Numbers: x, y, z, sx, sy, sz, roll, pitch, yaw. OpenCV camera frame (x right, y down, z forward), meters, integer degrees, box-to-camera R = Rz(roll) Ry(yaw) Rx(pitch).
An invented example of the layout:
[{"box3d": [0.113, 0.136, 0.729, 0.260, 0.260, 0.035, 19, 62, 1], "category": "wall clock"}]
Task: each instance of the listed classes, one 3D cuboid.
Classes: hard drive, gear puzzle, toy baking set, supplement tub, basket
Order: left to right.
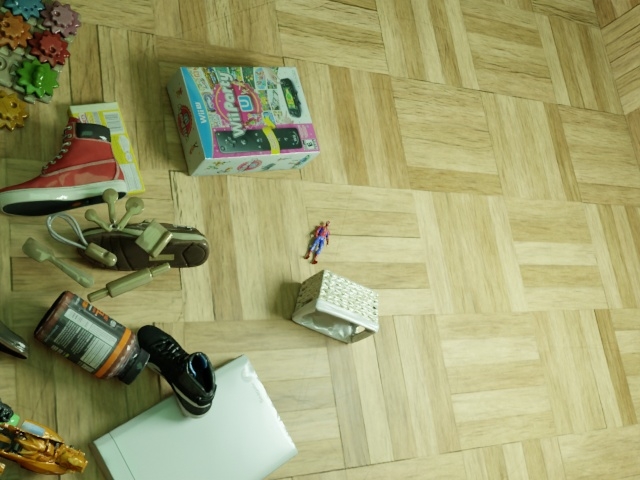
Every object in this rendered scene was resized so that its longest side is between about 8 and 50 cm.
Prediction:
[{"box3d": [-0.599, -0.371, 1.598, 0.175, 0.044, 0.339, 22, 61, -24], "category": "gear puzzle"}, {"box3d": [-0.415, 0.185, 1.464, 0.198, 0.106, 0.106, 37, 56, -17], "category": "supplement tub"}, {"box3d": [-0.409, 0.015, 1.496, 0.256, 0.030, 0.196, -28, 86, -22], "category": "toy baking set"}, {"box3d": [-0.233, 0.401, 1.533, 0.353, 0.047, 0.233, -27, 87, -37], "category": "hard drive"}, {"box3d": [0.038, 0.146, 1.768, 0.167, 0.113, 0.103, 24, 58, -24], "category": "basket"}]

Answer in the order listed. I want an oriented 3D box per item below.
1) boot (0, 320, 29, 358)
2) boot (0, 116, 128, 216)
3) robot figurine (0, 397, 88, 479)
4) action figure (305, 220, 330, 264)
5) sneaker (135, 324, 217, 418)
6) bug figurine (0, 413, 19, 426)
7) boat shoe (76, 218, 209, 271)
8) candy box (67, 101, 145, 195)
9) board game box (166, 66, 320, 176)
[{"box3d": [-0.582, 0.112, 1.398, 0.219, 0.082, 0.106, 38, 58, -13], "category": "boot"}, {"box3d": [-0.512, -0.147, 1.535, 0.244, 0.088, 0.176, -13, 79, -30], "category": "boot"}, {"box3d": [-0.525, 0.359, 1.275, 0.291, 0.085, 0.211, 40, 62, -43], "category": "robot figurine"}, {"box3d": [0.000, 0.000, 1.854, 0.038, 0.030, 0.115, 31, 56, -13], "category": "action figure"}, {"box3d": [-0.264, 0.221, 1.505, 0.079, 0.121, 0.217, -28, 68, -39], "category": "sneaker"}, {"box3d": [-0.625, 0.274, 1.313, 0.216, 0.072, 0.279, -17, 81, -37], "category": "bug figurine"}, {"box3d": [-0.356, 0.004, 1.598, 0.257, 0.095, 0.095, 6, 32, -23], "category": "boat shoe"}, {"box3d": [-0.440, -0.185, 1.639, 0.105, 0.027, 0.206, -13, 79, -32], "category": "candy box"}, {"box3d": [-0.172, -0.273, 1.807, 0.303, 0.097, 0.224, -9, 77, -34], "category": "board game box"}]
